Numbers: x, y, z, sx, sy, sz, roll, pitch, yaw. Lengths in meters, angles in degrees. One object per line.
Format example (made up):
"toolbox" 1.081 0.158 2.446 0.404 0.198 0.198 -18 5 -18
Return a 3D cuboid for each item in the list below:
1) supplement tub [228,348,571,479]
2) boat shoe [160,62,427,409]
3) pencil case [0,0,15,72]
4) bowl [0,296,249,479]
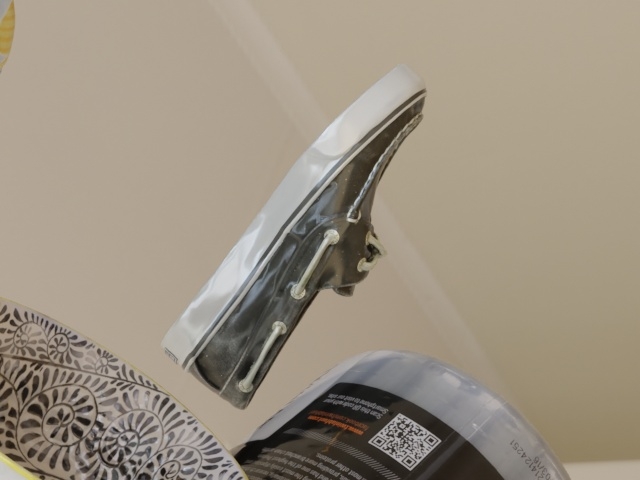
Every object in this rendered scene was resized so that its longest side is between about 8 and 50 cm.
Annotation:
"supplement tub" -0.021 0.208 0.639 0.316 0.194 0.193 -35 -68 -40
"boat shoe" 0.000 0.000 0.736 0.070 0.219 0.078 39 -168 6
"pencil case" -0.247 -0.047 0.651 0.124 0.114 0.273 75 -158 -47
"bowl" -0.115 0.098 0.520 0.080 0.170 0.170 -55 -36 8
